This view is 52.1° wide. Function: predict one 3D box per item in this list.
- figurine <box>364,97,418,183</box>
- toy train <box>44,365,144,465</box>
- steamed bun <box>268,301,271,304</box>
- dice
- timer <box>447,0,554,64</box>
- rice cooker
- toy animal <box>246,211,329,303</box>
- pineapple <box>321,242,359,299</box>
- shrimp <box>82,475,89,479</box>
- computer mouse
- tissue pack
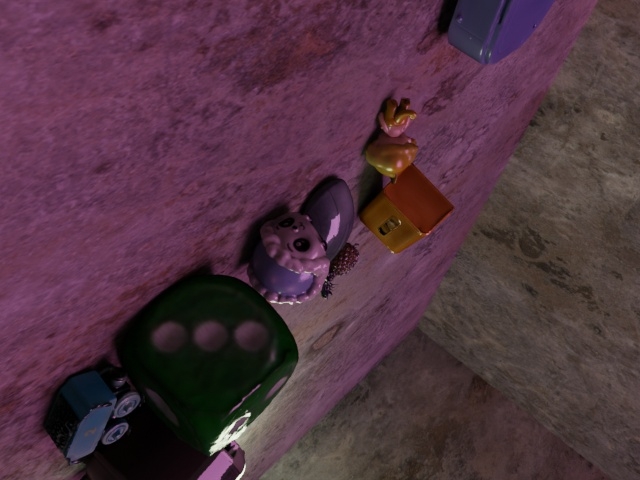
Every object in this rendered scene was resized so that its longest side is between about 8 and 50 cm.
[{"bbox_3d":[0.201,-0.270,1.790,0.156,0.131,0.246,-8,134,-7],"label":"figurine"},{"bbox_3d":[-0.480,0.362,1.376,0.163,0.112,0.203,-11,135,-53],"label":"toy train"},{"bbox_3d":[-0.191,0.218,1.773,0.192,0.106,0.177,-50,162,-10],"label":"steamed bun"},{"bbox_3d":[-0.244,0.276,1.474,0.300,0.297,0.287,-41,160,-31],"label":"dice"},{"bbox_3d":[0.492,-0.668,1.664,0.395,0.173,0.395,-43,157,-23],"label":"timer"},{"bbox_3d":[-0.386,0.578,1.625,0.325,0.335,0.335,-47,160,-25],"label":"rice cooker"},{"bbox_3d":[-0.087,0.039,1.596,0.156,0.208,0.204,-5,136,-30],"label":"toy animal"},{"bbox_3d":[0.053,0.094,2.139,0.221,0.083,0.103,-51,160,4],"label":"pineapple"},{"bbox_3d":[-0.556,0.645,1.779,0.287,0.063,0.152,-6,119,-62],"label":"shrimp"},{"bbox_3d":[0.000,0.000,1.818,0.188,0.122,0.370,-27,152,-49],"label":"computer mouse"},{"bbox_3d":[0.254,-0.086,1.998,0.145,0.194,0.274,-46,179,-17],"label":"tissue pack"}]
